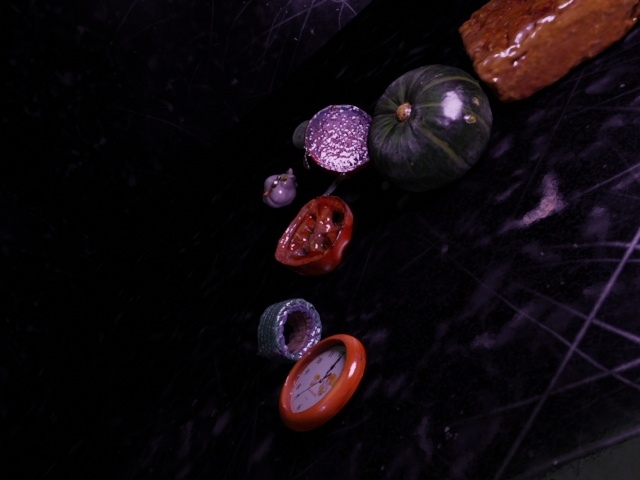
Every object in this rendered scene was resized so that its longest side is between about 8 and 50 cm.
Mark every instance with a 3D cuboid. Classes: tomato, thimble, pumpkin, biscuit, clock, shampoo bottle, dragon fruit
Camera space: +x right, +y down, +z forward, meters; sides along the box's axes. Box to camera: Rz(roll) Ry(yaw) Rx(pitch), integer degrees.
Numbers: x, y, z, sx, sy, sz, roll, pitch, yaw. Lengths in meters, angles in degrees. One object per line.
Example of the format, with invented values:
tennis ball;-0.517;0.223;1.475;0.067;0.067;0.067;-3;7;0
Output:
tomato;0.000;0.003;1.541;0.227;0.101;0.228;-31;35;25
thimble;-0.067;0.193;1.307;0.090;0.118;0.135;-22;48;52
pumpkin;0.247;-0.249;1.397;0.300;0.207;0.300;-31;44;35
biscuit;0.525;-0.506;1.415;0.395;0.166;0.343;-32;24;24
clock;0.003;0.263;1.152;0.205;0.051;0.205;-38;23;19
shampoo bottle;-0.017;-0.374;2.211;0.118;0.087;0.234;-48;23;-6
dragon fruit;0.056;-0.274;1.825;0.148;0.218;0.224;103;-179;-76

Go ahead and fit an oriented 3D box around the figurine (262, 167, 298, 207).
figurine;-0.132;-0.173;2.051;0.137;0.112;0.229;-30;13;14

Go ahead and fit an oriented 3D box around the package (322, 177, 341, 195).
package;0.047;-0.174;1.858;0.110;0.015;0.037;-52;24;-16

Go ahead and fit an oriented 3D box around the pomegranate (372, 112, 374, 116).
pomegranate;0.228;-0.330;1.657;0.159;0.159;0.205;-23;5;42

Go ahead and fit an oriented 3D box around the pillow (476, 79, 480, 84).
pillow;0.340;-0.314;1.558;0.148;0.050;0.230;-36;27;35
